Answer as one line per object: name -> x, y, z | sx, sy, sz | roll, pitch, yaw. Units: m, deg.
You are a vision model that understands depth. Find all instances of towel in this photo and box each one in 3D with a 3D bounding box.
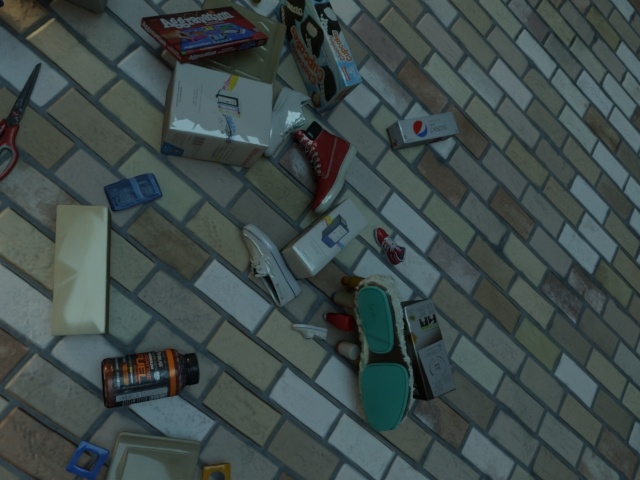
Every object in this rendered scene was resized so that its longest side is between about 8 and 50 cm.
towel -> -0.438, -0.115, 1.199 | 0.119, 0.029, 0.067 | -23, 90, -26

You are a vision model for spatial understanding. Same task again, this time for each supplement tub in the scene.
supplement tub -> -0.368, 0.294, 1.115 | 0.197, 0.106, 0.106 | -4, 82, -26

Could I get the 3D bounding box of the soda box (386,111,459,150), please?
soda box -> 0.312, -0.334, 1.563 | 0.216, 0.069, 0.074 | -15, 86, -27

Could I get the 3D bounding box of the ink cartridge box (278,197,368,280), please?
ink cartridge box -> 0.000, 0.000, 1.309 | 0.212, 0.154, 0.093 | -40, 97, -24

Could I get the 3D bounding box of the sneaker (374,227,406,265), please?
sneaker -> 0.200, 0.012, 1.447 | 0.042, 0.067, 0.119 | -30, 93, -27

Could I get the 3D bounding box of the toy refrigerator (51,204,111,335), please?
toy refrigerator -> -0.508, 0.066, 1.101 | 0.102, 0.094, 0.270 | 0, 80, -18

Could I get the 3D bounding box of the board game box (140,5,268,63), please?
board game box -> -0.271, -0.502, 1.236 | 0.145, 0.027, 0.281 | 42, 45, 13

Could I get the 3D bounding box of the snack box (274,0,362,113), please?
snack box -> -0.012, -0.530, 1.384 | 0.060, 0.187, 0.322 | -23, 90, -26

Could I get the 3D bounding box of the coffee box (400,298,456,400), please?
coffee box -> 0.255, 0.291, 1.381 | 0.098, 0.141, 0.247 | -13, 85, -26

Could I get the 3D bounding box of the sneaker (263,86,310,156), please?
sneaker -> -0.087, -0.311, 1.355 | 0.094, 0.080, 0.212 | 17, 71, 4

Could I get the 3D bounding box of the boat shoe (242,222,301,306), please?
boat shoe -> -0.134, 0.065, 1.275 | 0.075, 0.083, 0.226 | -40, 99, -26

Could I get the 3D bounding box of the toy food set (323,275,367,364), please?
toy food set -> 0.077, 0.214, 1.357 | 0.111, 0.104, 0.233 | -9, 102, -39

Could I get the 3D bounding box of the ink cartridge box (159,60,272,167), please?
ink cartridge box -> -0.251, -0.294, 1.239 | 0.232, 0.171, 0.169 | 7, 77, -23

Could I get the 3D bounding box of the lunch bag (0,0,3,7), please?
lunch bag -> -0.863, -0.527, 1.037 | 0.293, 0.138, 0.221 | 32, 71, -6

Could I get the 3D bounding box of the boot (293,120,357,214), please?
boot -> -0.017, -0.200, 1.380 | 0.176, 0.088, 0.245 | 30, 62, -17

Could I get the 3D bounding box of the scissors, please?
scissors -> -0.669, -0.257, 1.128 | 0.109, 0.021, 0.297 | 34, 67, -13

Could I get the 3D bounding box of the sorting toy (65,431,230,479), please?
sorting toy -> -0.367, 0.520, 1.107 | 0.347, 0.047, 0.196 | 17, 78, -21

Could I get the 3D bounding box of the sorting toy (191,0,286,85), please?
sorting toy -> -0.211, -0.573, 1.387 | 0.228, 0.041, 0.308 | 15, 74, -17

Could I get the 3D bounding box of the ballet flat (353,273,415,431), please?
ballet flat -> 0.172, 0.276, 1.298 | 0.146, 0.147, 0.410 | -10, 103, -26

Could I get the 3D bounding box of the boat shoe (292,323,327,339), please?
boat shoe -> -0.028, 0.238, 1.321 | 0.100, 0.035, 0.035 | 17, 71, -28

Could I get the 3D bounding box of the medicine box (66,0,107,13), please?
medicine box -> -0.582, -0.712, 1.134 | 0.263, 0.149, 0.290 | 17, 89, -18
